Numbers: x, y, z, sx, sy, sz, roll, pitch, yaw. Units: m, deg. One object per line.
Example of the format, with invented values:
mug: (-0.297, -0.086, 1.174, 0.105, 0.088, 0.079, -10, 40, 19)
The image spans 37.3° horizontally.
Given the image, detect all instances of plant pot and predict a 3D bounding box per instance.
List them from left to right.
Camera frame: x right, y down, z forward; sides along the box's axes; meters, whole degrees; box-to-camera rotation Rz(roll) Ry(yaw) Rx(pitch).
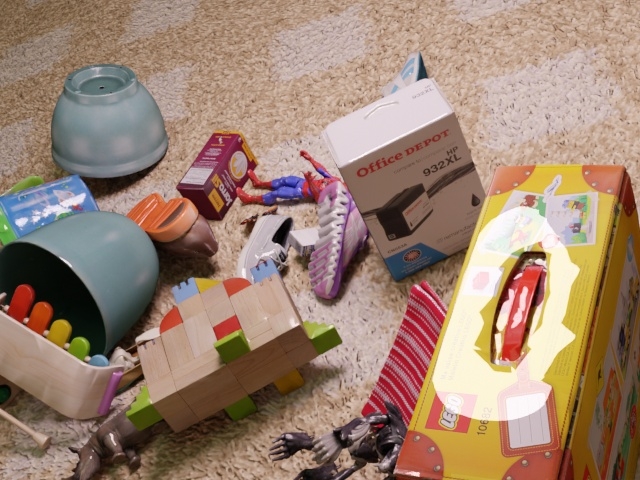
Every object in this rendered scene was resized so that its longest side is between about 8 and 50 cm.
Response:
plant pot: (-0.470, 0.075, 1.932, 0.293, 0.293, 0.235, 5, 30, 32)
plant pot: (-0.531, -0.314, 2.347, 0.293, 0.196, 0.293, 1, 37, 0)

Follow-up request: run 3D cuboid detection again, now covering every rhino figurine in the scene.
rhino figurine: (-0.366, 0.364, 1.724, 0.243, 0.073, 0.106, -35, 45, -6)

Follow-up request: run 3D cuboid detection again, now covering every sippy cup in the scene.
sippy cup: (-0.619, -0.034, 2.177, 0.224, 0.240, 0.305, -28, 83, -15)

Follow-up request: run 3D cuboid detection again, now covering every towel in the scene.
towel: (0.150, 0.227, 1.471, 0.031, 0.274, 0.199, 4, 31, -27)

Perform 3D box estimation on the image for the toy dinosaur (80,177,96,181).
toy dinosaur: (-0.613, -0.187, 2.412, 0.053, 0.092, 0.183, -24, 41, 6)

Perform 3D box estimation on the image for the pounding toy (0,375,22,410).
pounding toy: (-0.680, 0.286, 1.957, 0.141, 0.100, 0.130, 18, 59, 40)

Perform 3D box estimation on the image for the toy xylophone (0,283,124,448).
toy xylophone: (-0.549, 0.248, 1.831, 0.323, 0.081, 0.236, 37, 108, 11)

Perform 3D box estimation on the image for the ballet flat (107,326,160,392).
ballet flat: (-0.362, 0.223, 1.865, 0.232, 0.073, 0.080, -31, 40, -2)

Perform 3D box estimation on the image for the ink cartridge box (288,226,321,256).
ink cartridge box: (0.000, 0.000, 1.917, 0.115, 0.029, 0.063, -8, 32, -28)

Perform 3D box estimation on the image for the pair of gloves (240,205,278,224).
pair of gloves: (-0.130, -0.053, 2.044, 0.083, 0.010, 0.074, -22, 6, 10)

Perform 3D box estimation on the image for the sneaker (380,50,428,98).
sneaker: (0.187, -0.345, 2.135, 0.092, 0.087, 0.228, -4, 45, 24)

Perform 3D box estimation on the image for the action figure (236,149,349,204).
action figure: (-0.061, -0.136, 2.027, 0.280, 0.139, 0.091, 6, 51, 30)

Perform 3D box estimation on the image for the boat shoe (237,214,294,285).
boat shoe: (-0.105, 0.027, 1.920, 0.081, 0.079, 0.227, -11, 40, 26)

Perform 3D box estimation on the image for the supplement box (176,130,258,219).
supplement box: (-0.232, -0.149, 2.153, 0.081, 0.104, 0.188, 5, 51, 32)

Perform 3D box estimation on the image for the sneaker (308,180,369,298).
sneaker: (0.046, 0.005, 1.852, 0.095, 0.105, 0.236, -24, 51, 54)

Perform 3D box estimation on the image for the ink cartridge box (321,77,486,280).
ink cartridge box: (0.167, -0.106, 1.729, 0.223, 0.307, 0.129, -26, 40, 4)

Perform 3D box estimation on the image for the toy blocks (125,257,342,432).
toy blocks: (-0.185, 0.165, 1.730, 0.381, 0.190, 0.261, -29, 42, -1)

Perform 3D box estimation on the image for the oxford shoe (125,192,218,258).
oxford shoe: (-0.340, -0.015, 2.075, 0.130, 0.133, 0.364, -51, 26, -15)

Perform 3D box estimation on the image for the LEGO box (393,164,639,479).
LEGO box: (0.308, 0.202, 1.284, 0.193, 0.372, 0.500, 1, 48, 29)

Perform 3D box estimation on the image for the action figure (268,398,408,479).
action figure: (0.054, 0.337, 1.427, 0.276, 0.164, 0.141, -18, 12, 43)
